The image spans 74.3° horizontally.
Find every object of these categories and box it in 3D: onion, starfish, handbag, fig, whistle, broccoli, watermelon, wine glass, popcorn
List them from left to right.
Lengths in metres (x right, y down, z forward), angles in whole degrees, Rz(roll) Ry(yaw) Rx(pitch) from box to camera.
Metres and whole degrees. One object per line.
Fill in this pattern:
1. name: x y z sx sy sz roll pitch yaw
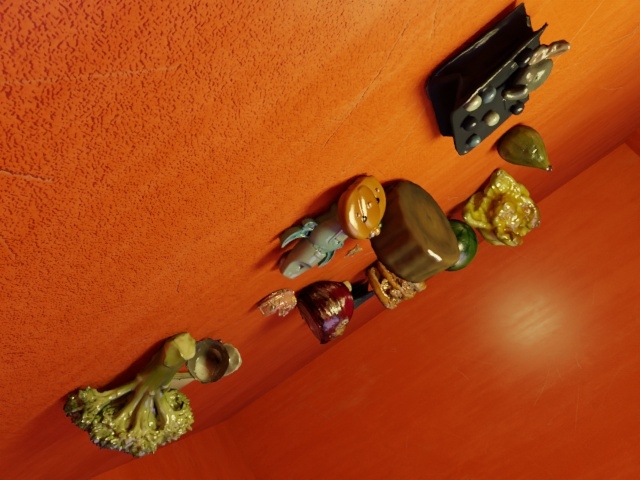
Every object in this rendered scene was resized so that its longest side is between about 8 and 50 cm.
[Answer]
1. broccoli: -0.505 0.481 1.321 0.397 0.275 0.353 -43 161 -14
2. wine glass: -0.371 0.432 1.524 0.156 0.156 0.232 -32 166 -4
3. whistle: 0.000 0.000 1.117 0.274 0.093 0.186 -43 139 13
4. onion: 0.032 0.249 1.625 0.206 0.216 0.207 -30 153 -21
5. handbag: 0.113 0.313 2.082 0.268 0.100 0.274 -18 157 -46
6. starfish: 0.128 0.038 1.561 0.086 0.016 0.092 -25 156 -30
7. watermelon: 0.596 0.022 1.932 0.242 0.242 0.242 -30 160 -12
8. popcorn: 0.758 -0.125 1.832 0.325 0.321 0.290 -15 177 -2
9. handbag: 0.389 -0.336 0.935 0.269 0.118 0.325 -39 162 13
10. fig: 0.688 -0.292 1.411 0.133 0.185 0.126 -42 176 13

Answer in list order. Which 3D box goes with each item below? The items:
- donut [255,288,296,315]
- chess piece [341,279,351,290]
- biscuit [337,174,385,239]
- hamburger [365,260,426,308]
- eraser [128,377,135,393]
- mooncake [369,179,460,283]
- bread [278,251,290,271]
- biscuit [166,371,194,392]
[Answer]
1. donut: -0.138 0.218 1.491 0.117 0.065 0.166 -41 161 22
2. chess piece: 0.054 0.225 1.833 0.172 0.060 0.060 -17 155 -34
3. biscuit: 0.116 -0.073 1.054 0.050 0.170 0.170 8 -166 42
4. hamburger: 0.333 0.181 1.903 0.211 0.245 0.260 -41 130 8
5. eraser: -0.600 0.485 1.454 0.104 0.023 0.150 -9 149 -50
6. mooncake: 0.256 -0.024 1.214 0.161 0.290 0.290 -37 162 33
7. bread: -0.061 0.051 1.249 0.129 0.044 0.126 -19 164 -43
8. biscuit: -0.575 0.550 1.626 0.121 0.041 0.199 -32 160 2
